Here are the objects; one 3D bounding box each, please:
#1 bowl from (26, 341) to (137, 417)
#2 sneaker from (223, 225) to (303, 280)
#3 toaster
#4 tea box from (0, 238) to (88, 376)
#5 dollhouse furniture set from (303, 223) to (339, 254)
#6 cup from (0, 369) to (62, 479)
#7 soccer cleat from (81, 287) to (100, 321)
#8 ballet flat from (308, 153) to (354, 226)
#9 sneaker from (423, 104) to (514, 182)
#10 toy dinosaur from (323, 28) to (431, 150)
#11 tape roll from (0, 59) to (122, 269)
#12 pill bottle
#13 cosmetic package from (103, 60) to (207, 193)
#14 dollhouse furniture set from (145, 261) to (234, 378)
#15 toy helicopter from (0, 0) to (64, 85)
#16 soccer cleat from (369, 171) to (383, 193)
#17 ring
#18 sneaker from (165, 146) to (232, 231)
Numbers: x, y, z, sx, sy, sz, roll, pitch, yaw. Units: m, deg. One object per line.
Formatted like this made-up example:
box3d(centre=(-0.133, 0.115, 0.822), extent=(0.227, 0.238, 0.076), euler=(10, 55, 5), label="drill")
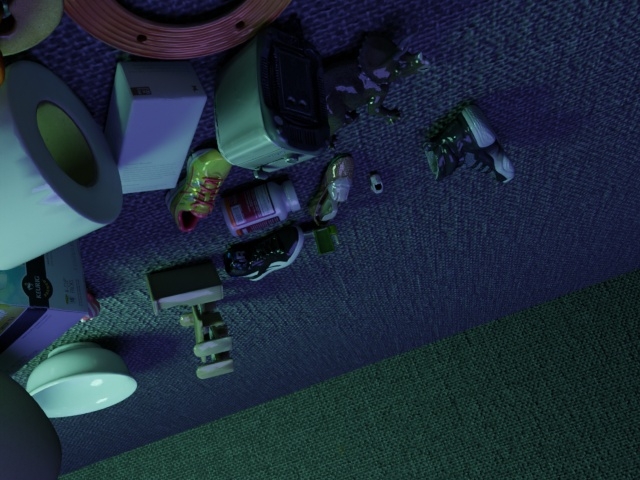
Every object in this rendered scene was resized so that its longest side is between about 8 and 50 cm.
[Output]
box3d(centre=(-0.658, 0.365, 1.723), extent=(0.298, 0.134, 0.298), euler=(-15, 152, -8), label="bowl")
box3d(centre=(-0.145, 0.033, 1.492), extent=(0.121, 0.079, 0.217), euler=(8, 144, -45), label="sneaker")
box3d(centre=(-0.079, -0.210, 0.958), extent=(0.129, 0.226, 0.146), euler=(6, 162, -43), label="toaster")
box3d(centre=(-0.652, 0.094, 1.119), extent=(0.329, 0.219, 0.324), euler=(-35, 150, 28), label="tea box")
box3d(centre=(0.000, 0.000, 1.482), extent=(0.076, 0.058, 0.152), euler=(-15, -178, -11), label="dollhouse furniture set")
box3d(centre=(-0.615, 0.313, 1.022), extent=(0.331, 0.331, 0.236), euler=(-10, 126, -18), label="cup")
box3d(centre=(-0.549, 0.116, 1.395), extent=(0.095, 0.083, 0.248), euler=(-59, 161, -5), label="soccer cleat")
box3d(centre=(0.031, -0.099, 1.371), extent=(0.073, 0.067, 0.206), euler=(-6, 150, -22), label="ballet flat")
box3d(centre=(0.317, -0.181, 1.377), extent=(0.153, 0.101, 0.269), euler=(-29, 146, 20), label="sneaker")
box3d(centre=(0.038, -0.249, 1.078), extent=(0.314, 0.121, 0.160), euler=(-22, 142, 16), label="toy dinosaur")
box3d(centre=(-0.416, -0.101, 0.879), extent=(0.169, 0.246, 0.246), euler=(-24, 153, 7), label="tape roll")
box3d(centre=(-0.122, -0.070, 1.306), extent=(0.152, 0.086, 0.086), euler=(-19, 153, -1), label="pill bottle")
box3d(centre=(-0.271, -0.174, 1.005), extent=(0.117, 0.085, 0.231), euler=(-11, 152, -34), label="cosmetic package")
box3d(centre=(-0.322, 0.191, 1.545), extent=(0.161, 0.212, 0.242), euler=(-11, 126, -19), label="dollhouse furniture set")
box3d(centre=(-0.400, -0.314, 0.612), extent=(0.235, 0.140, 0.355), euler=(-29, 149, 14), label="toy helicopter")
box3d(centre=(0.128, -0.122, 1.428), extent=(0.029, 0.035, 0.083), euler=(-20, 153, 2), label="soccer cleat")
box3d(centre=(-0.170, -0.360, 0.788), extent=(0.337, 0.032, 0.336), euler=(-14, 153, -8), label="ring")
box3d(centre=(-0.220, -0.092, 1.192), extent=(0.082, 0.094, 0.208), euler=(5, 144, -36), label="sneaker")
